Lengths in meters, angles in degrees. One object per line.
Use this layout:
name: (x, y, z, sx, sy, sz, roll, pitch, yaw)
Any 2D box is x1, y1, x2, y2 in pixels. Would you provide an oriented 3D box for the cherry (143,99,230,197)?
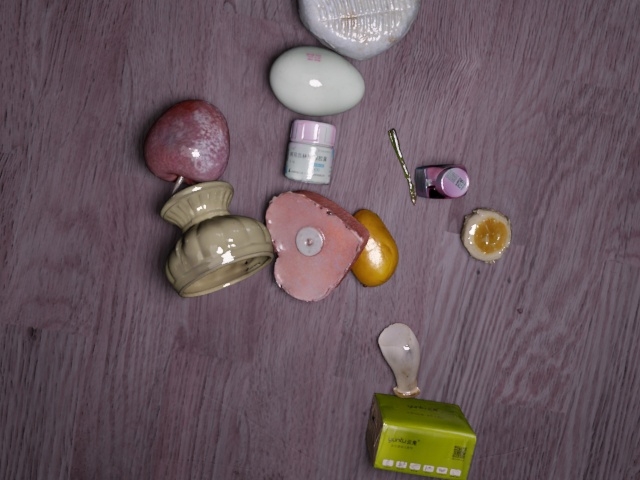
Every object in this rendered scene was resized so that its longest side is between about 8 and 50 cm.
cherry: (-0.358, -0.248, 1.570, 0.235, 0.213, 0.286, 17, 79, 9)

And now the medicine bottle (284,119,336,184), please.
medicine bottle: (-0.027, -0.247, 1.634, 0.135, 0.135, 0.169, 8, 97, -3)

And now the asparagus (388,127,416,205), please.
asparagus: (0.244, -0.214, 1.703, 0.023, 0.022, 0.233, -22, 98, -17)

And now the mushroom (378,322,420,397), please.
mushroom: (0.253, 0.364, 1.758, 0.116, 0.093, 0.225, -17, 108, 10)

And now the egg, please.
egg: (-0.008, -0.429, 1.582, 0.263, 0.183, 0.183, 9, 98, -10)

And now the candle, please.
candle: (0.000, 0.000, 1.644, 0.287, 0.131, 0.317, -12, 98, 27)

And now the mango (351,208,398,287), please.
mango: (0.149, 0.020, 1.691, 0.147, 0.109, 0.228, -9, 90, 6)

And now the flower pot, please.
flower pot: (-0.294, -0.008, 1.589, 0.307, 0.307, 0.244, -23, 79, 1)

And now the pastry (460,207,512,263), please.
pastry: (0.488, -0.016, 1.708, 0.165, 0.088, 0.166, -1, 100, -3)

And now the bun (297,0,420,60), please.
bun: (0.096, -0.656, 1.549, 0.354, 0.194, 0.355, -1, 97, -5)

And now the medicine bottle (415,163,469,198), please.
medicine bottle: (0.344, -0.164, 1.626, 0.119, 0.188, 0.095, -5, 98, -6)

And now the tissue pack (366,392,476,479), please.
tissue pack: (0.289, 0.577, 1.726, 0.274, 0.200, 0.168, 11, 99, -4)
